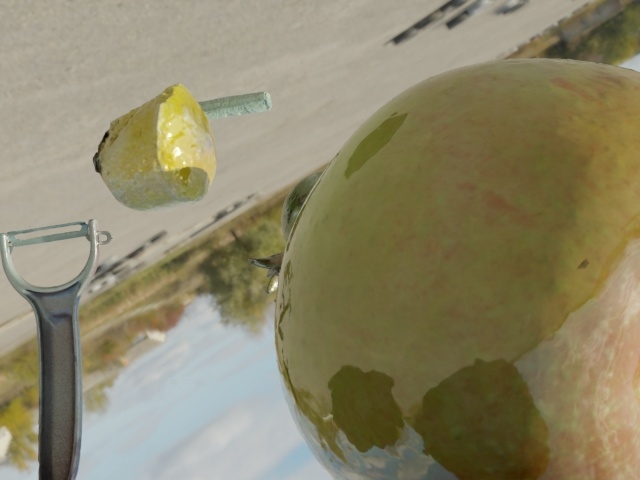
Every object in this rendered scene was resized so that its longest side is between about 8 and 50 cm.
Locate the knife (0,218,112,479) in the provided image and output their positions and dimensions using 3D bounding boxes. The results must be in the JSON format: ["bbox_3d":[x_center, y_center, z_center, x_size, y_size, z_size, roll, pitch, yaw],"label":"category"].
[{"bbox_3d":[-0.263,0.120,0.892,0.123,0.277,0.053,-9,167,10],"label":"knife"}]

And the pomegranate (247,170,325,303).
[{"bbox_3d":[0.000,0.000,1.301,0.224,0.181,0.181,-37,-178,8],"label":"pomegranate"}]

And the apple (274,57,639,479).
[{"bbox_3d":[0.132,0.049,0.527,0.319,0.319,0.277,-32,-163,-6],"label":"apple"}]

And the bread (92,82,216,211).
[{"bbox_3d":[-0.260,-0.146,1.410,0.171,0.197,0.197,-15,-173,14],"label":"bread"}]

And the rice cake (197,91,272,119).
[{"bbox_3d":[-0.170,-0.233,1.515,0.171,0.033,0.029,-9,139,3],"label":"rice cake"}]
